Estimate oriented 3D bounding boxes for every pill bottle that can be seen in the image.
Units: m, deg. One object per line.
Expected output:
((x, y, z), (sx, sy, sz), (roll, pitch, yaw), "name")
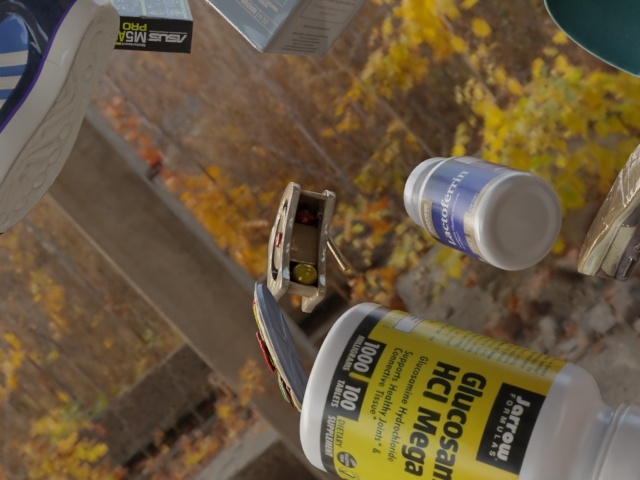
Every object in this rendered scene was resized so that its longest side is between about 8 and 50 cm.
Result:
((0.249, -0.053, 1.823), (0.153, 0.153, 0.265), (-44, 26, -10), "pill bottle")
((0.164, 0.193, 1.157), (0.334, 0.188, 0.188), (16, 47, 23), "pill bottle")

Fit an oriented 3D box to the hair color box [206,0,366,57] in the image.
((0.040, -0.402, 1.389), (0.374, 0.113, 0.185), (-50, -13, 21), "hair color box")

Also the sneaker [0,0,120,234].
((-0.399, -0.190, 1.335), (0.322, 0.236, 0.130), (-61, -13, 6), "sneaker")

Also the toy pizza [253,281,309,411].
((-0.060, 0.155, 1.621), (0.032, 0.201, 0.201), (-22, 18, 3), "toy pizza")

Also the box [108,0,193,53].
((-0.330, -0.388, 1.896), (0.270, 0.216, 0.060), (-112, 27, -58), "box")

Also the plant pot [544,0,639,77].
((0.467, -0.352, 1.504), (0.195, 0.290, 0.290), (-63, 20, -8), "plant pot")

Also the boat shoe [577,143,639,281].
((0.460, -0.041, 1.641), (0.285, 0.092, 0.103), (110, 179, -47), "boat shoe")

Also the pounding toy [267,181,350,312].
((0.000, 0.000, 1.949), (0.154, 0.155, 0.269), (116, 161, -44), "pounding toy")
